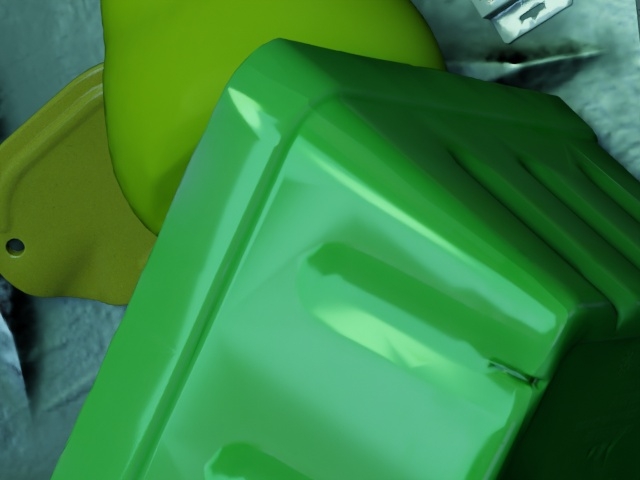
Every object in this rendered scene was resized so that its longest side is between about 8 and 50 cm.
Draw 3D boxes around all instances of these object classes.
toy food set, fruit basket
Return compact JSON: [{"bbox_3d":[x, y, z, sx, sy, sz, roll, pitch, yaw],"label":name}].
[{"bbox_3d":[-0.104,-0.054,1.099,0.218,0.071,0.128,-38,109,16],"label":"toy food set"},{"bbox_3d":[0.000,0.000,0.923,0.392,0.392,0.283,27,102,11],"label":"fruit basket"}]

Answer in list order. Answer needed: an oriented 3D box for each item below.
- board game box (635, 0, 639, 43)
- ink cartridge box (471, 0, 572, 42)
[{"bbox_3d":[0.270,-0.162,0.998,0.208,0.056,0.346,-6,93,11],"label":"board game box"},{"bbox_3d":[0.101,-0.158,1.050,0.048,0.028,0.083,-32,87,15],"label":"ink cartridge box"}]
